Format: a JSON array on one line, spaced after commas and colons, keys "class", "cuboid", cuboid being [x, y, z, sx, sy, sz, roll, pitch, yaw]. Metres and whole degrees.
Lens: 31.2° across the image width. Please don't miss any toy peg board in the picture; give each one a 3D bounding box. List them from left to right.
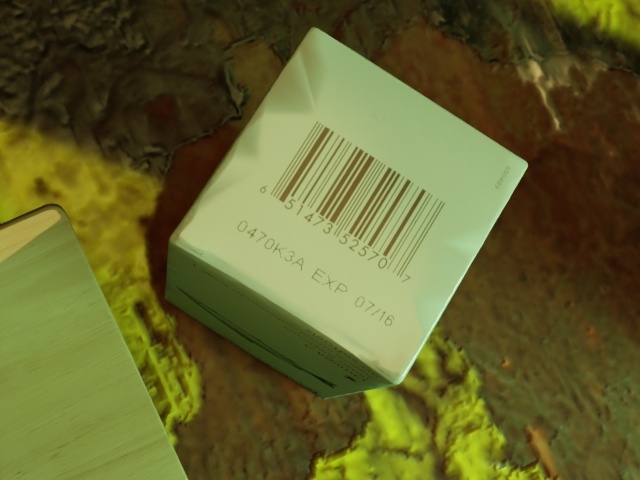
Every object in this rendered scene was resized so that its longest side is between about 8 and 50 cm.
[{"class": "toy peg board", "cuboid": [-0.160, 0.084, 0.515, 0.161, 0.079, 0.160, -25, 103, -11]}]

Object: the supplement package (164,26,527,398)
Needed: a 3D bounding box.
[{"class": "supplement package", "cuboid": [0.000, 0.000, 0.517, 0.105, 0.179, 0.105, 32, 78, -2]}]
